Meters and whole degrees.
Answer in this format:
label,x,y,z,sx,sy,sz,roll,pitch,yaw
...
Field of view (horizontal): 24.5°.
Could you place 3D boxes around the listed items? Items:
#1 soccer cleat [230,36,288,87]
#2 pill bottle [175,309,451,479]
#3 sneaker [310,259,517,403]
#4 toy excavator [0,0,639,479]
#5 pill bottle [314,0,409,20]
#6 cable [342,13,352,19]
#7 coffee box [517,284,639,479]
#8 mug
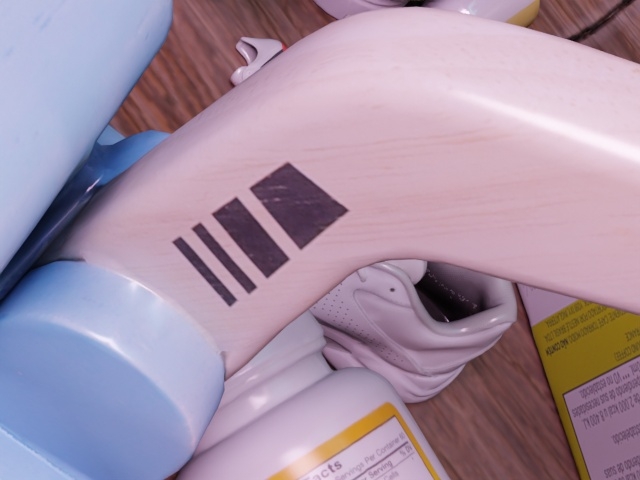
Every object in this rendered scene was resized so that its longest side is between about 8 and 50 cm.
label,x,y,z,sx,sy,sz,roll,pitch,yaw
soccer cleat,-0.033,-0.079,0.815,0.036,0.029,0.083,15,55,-18
pill bottle,0.006,0.132,0.666,0.117,0.117,0.208,-28,84,-41
sneaker,0.000,0.000,0.735,0.232,0.115,0.090,21,55,-25
toy excavator,-0.070,-0.001,0.467,0.433,0.445,0.222,38,50,-12
pill bottle,0.065,-0.205,0.840,0.108,0.193,0.108,16,58,-27
cable,0.141,-0.052,0.878,0.287,0.072,0.139,14,34,-26
coffee box,0.372,0.090,0.798,0.338,0.338,0.334,-3,68,-35
mug,0.099,-0.138,0.919,0.078,0.062,0.064,45,56,3
